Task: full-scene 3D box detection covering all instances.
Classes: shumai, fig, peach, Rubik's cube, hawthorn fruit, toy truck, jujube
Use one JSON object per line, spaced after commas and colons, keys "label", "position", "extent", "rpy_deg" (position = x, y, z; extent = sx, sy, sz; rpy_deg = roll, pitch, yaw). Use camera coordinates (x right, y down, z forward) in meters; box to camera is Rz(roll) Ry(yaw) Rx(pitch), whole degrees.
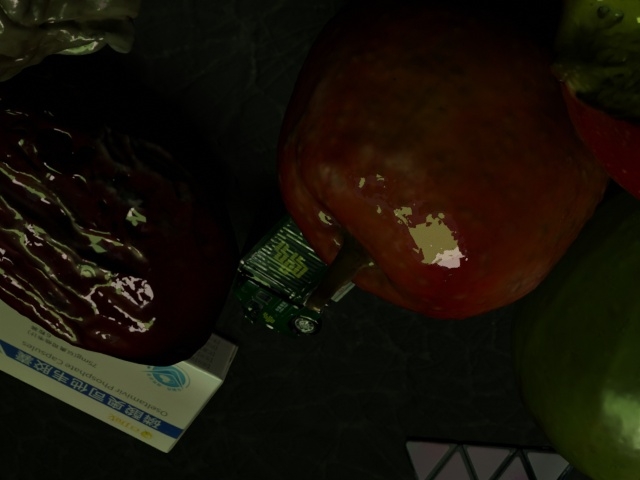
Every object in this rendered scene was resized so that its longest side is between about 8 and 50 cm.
{"label": "shumai", "position": [-0.259, -0.206, 1.609], "extent": [0.185, 0.184, 0.218], "rpy_deg": [27, 126, -5]}
{"label": "fig", "position": [0.323, 0.069, 1.599], "extent": [0.316, 0.316, 0.316], "rpy_deg": [12, 140, 11]}
{"label": "peach", "position": [0.344, -0.132, 1.378], "extent": [0.338, 0.281, 0.281], "rpy_deg": [26, 140, 2]}
{"label": "Rubik's cube", "position": [0.162, 0.331, 2.045], "extent": [0.190, 0.178, 0.211], "rpy_deg": [22, 139, 4]}
{"label": "hawthorn fruit", "position": [0.084, -0.058, 1.515], "extent": [0.287, 0.330, 0.287], "rpy_deg": [29, 152, 17]}
{"label": "toy truck", "position": [0.000, 0.000, 1.808], "extent": [0.121, 0.088, 0.259], "rpy_deg": [31, 138, -13]}
{"label": "jujube", "position": [-0.249, -0.033, 1.769], "extent": [0.258, 0.258, 0.377], "rpy_deg": [-26, 116, 41]}

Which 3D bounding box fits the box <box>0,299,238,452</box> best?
{"label": "box", "position": [-0.289, 0.112, 2.075], "extent": [0.343, 0.065, 0.200], "rpy_deg": [28, 140, -8]}
